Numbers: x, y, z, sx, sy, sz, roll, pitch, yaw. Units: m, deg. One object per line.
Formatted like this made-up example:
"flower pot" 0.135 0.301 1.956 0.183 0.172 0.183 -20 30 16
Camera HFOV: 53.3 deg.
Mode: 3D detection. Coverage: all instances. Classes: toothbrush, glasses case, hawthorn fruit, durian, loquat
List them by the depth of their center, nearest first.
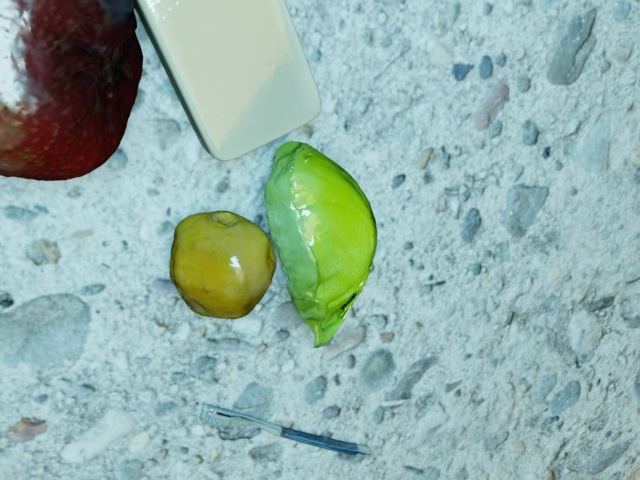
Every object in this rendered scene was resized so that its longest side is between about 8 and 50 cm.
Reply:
"hawthorn fruit" -0.298 -0.172 0.555 0.266 0.210 0.230 9 112 -9
"glasses case" -0.120 -0.257 0.656 0.144 0.076 0.336 -26 117 -9
"loquat" -0.117 0.031 0.752 0.137 0.113 0.137 4 128 5
"durian" 0.000 0.000 0.779 0.139 0.101 0.250 -29 118 -28
"toothbrush" -0.041 0.281 0.921 0.288 0.024 0.026 22 101 -27
